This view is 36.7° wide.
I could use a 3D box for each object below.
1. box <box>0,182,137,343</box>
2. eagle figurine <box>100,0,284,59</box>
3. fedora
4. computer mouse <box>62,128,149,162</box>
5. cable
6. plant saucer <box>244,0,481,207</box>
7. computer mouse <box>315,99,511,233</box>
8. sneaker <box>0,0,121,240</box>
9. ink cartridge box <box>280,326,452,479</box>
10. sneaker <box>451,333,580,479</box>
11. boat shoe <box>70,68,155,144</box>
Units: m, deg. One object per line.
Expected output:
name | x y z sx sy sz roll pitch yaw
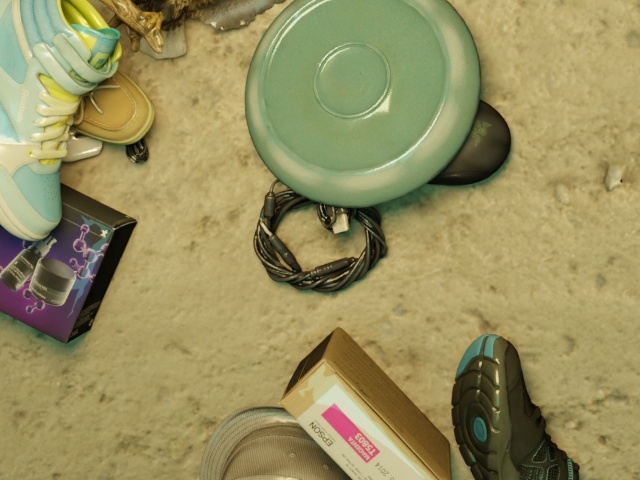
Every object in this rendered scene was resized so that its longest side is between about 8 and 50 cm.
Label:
box | -0.420 0.000 1.353 0.261 0.103 0.184 26 98 3
eagle figurine | -0.150 -0.372 1.241 0.298 0.225 0.226 -47 135 -17
fedora | -0.050 0.365 1.343 0.275 0.124 0.244 24 100 3
computer mouse | -0.342 -0.144 1.349 0.193 0.042 0.106 -11 97 9
cable | 0.000 0.000 1.322 0.184 0.047 0.150 17 98 3
plant saucer | 0.044 -0.201 1.237 0.317 0.044 0.317 -3 80 17
computer mouse | 0.115 -0.121 1.255 0.272 0.072 0.188 -10 80 3
sneaker | -0.331 -0.164 1.195 0.208 0.127 0.319 -9 99 19
ink cartridge box | 0.066 0.242 1.275 0.088 0.193 0.235 -43 90 11
sneaker | 0.270 0.290 1.312 0.139 0.125 0.341 -9 95 -19
boat shoe | -0.351 -0.225 1.291 0.285 0.089 0.104 32 86 11
